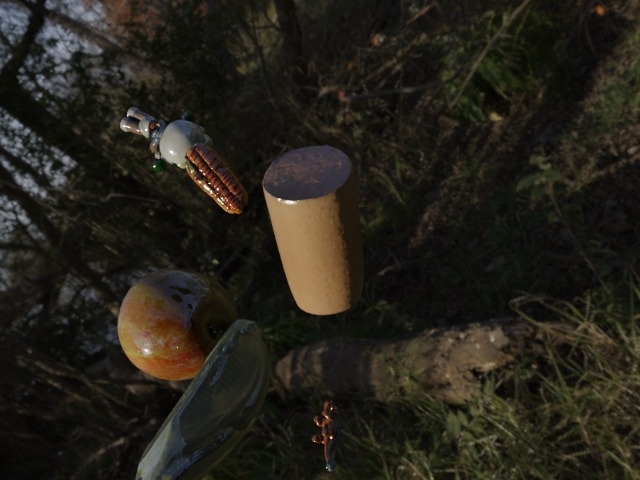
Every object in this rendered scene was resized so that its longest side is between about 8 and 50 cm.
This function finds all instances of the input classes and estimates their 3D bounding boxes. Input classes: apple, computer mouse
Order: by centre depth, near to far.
[{"bbox_3d":[-0.199,0.328,1.111,0.228,0.145,0.429,-46,9,48],"label":"computer mouse"},{"bbox_3d":[-0.316,0.189,1.352,0.233,0.257,0.257,-1,49,40],"label":"apple"}]

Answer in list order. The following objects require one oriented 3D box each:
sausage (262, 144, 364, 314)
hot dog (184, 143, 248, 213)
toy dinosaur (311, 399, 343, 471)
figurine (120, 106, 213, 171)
[{"bbox_3d":[0.000,0.000,0.841,0.123,0.253,0.123,-6,43,6],"label":"sausage"},{"bbox_3d":[-0.178,-0.104,1.022,0.062,0.144,0.038,-39,-4,-7],"label":"hot dog"},{"bbox_3d":[0.017,0.381,1.177,0.049,0.055,0.154,-39,32,31],"label":"toy dinosaur"},{"bbox_3d":[-0.313,-0.211,1.234,0.147,0.197,0.093,-63,-17,-13],"label":"figurine"}]
